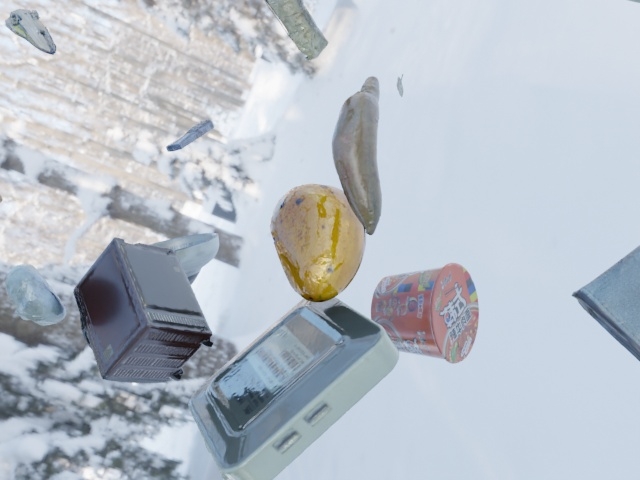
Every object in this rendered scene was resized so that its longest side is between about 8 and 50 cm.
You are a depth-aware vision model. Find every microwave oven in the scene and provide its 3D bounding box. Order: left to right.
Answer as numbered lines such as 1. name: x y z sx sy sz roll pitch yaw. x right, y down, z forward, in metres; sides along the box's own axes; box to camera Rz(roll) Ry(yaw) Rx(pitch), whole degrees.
1. microwave oven: -0.361 0.148 1.451 0.188 0.178 0.247 -49 53 23

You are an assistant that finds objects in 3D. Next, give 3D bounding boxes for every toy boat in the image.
1. toy boat: -0.717 -0.520 1.806 0.210 0.084 0.066 45 136 30

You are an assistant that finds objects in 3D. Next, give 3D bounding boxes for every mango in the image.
1. mango: 0.000 0.000 1.444 0.191 0.160 0.290 -27 44 16

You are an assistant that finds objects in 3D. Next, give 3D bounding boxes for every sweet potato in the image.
1. sweet potato: 0.067 -0.178 1.247 0.108 0.079 0.346 58 -148 -53

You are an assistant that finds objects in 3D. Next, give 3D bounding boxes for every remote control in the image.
1. remote control: -0.297 -0.243 1.660 0.152 0.043 0.027 -51 -47 -49

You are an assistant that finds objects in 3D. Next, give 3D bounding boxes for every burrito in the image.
1. burrito: -0.059 -0.449 1.385 0.063 0.229 0.058 -28 34 15

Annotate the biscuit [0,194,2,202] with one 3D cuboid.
1. biscuit: -0.729 -0.071 1.415 0.184 0.133 0.027 -52 3 -18

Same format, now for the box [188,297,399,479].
1. box: -0.068 0.261 1.358 0.373 0.090 0.367 -39 19 -11

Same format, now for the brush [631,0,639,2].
1. brush: 0.558 -0.389 1.181 0.033 0.178 0.030 162 111 -72

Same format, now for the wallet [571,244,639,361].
1. wallet: 0.530 0.019 0.909 0.379 0.046 0.191 -37 55 -4

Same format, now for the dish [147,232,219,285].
1. dish: -0.391 0.075 1.904 0.273 0.273 0.134 -136 34 -78

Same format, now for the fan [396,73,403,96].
1. fan: 0.237 -0.464 2.125 0.083 0.004 0.056 97 158 -66

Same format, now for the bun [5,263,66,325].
1. bun: -0.571 0.114 1.425 0.083 0.141 0.141 -37 0 -21

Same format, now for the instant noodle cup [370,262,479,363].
1. instant noodle cup: 0.260 0.182 1.814 0.192 0.250 0.250 -4 58 39
